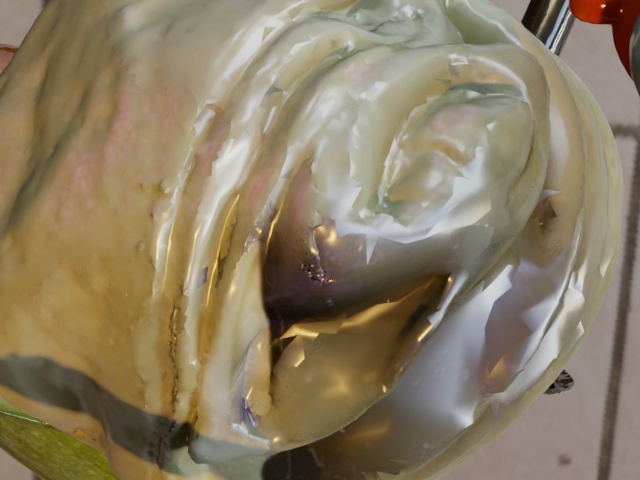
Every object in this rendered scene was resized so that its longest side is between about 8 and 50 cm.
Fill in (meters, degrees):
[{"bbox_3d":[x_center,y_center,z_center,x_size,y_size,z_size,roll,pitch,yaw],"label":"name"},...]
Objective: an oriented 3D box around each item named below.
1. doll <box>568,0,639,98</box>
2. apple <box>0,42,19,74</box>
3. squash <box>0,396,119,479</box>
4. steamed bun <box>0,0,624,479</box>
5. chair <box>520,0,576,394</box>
[{"bbox_3d":[0.247,-0.056,0.714,0.336,0.200,0.105,23,123,32],"label":"doll"},{"bbox_3d":[-0.260,-0.036,1.442,0.173,0.210,0.235,23,138,31],"label":"apple"},{"bbox_3d":[-0.220,0.106,1.357,0.252,0.093,0.169,40,123,-20],"label":"squash"},{"bbox_3d":[0.000,0.000,0.802,0.320,0.206,0.275,-27,124,-21],"label":"steamed bun"},{"bbox_3d":[0.143,-0.120,1.218,0.227,0.226,0.401,27,80,-7],"label":"chair"}]
